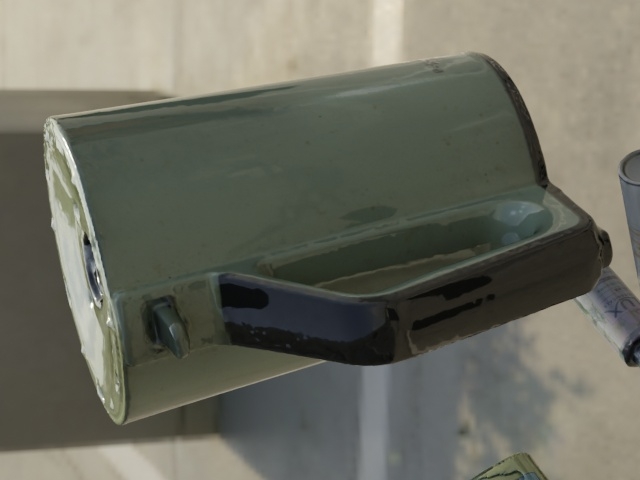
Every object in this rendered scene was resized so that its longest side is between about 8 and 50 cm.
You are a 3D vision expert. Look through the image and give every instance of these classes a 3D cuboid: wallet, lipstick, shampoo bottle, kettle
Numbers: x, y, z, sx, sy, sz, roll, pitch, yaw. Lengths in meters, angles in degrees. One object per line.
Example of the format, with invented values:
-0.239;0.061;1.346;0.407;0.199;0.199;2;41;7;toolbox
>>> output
0.212;0.298;1.880;0.155;0.110;0.039;52;168;54;wallet
0.223;0.005;1.150;0.040;0.040;0.141;-118;7;-51;lipstick
0.368;0.093;2.168;0.214;0.072;0.072;53;142;38;shampoo bottle
0.000;0.000;1.397;0.361;0.376;0.250;-140;40;-65;kettle
